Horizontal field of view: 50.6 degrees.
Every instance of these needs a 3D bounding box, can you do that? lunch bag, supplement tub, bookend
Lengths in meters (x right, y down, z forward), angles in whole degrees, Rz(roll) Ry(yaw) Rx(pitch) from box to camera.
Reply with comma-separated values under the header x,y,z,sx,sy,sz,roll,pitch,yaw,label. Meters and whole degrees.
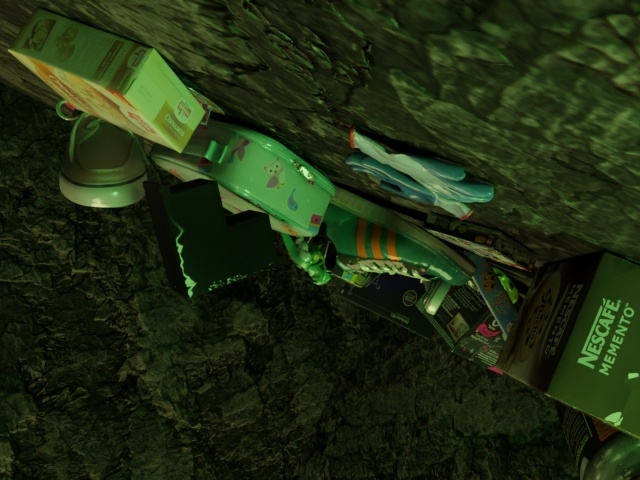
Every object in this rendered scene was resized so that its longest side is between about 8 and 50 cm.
x,y,z,sx,sy,sz,roll,pitch,yaw,label
-0.123,-0.108,1.047,0.279,0.108,0.224,19,168,44,lunch bag
0.461,0.278,0.971,0.207,0.207,0.338,25,-153,-8,supplement tub
-0.143,-0.023,0.933,0.156,0.157,0.072,-21,-161,-29,bookend

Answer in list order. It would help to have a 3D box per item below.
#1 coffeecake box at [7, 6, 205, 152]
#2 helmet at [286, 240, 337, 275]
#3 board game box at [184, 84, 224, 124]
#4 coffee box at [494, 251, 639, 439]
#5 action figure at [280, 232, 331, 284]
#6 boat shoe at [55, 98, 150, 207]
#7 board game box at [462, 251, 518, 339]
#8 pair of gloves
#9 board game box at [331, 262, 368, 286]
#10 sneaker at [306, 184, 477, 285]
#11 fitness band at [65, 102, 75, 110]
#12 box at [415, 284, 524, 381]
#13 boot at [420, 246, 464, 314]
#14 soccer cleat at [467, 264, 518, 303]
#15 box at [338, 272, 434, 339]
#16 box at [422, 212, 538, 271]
x,y,z,sx,sy,sz,roll,pitch,yaw,label
-0.256,-0.194,0.828,0.185,0.068,0.142,24,168,22,coffeecake box
0.000,0.000,1.527,0.162,0.169,0.169,6,-171,-33,helmet
-0.218,-0.199,0.941,0.169,0.033,0.133,22,176,46,board game box
0.325,0.120,0.836,0.119,0.168,0.297,24,177,6,coffee box
-0.034,-0.019,1.243,0.137,0.063,0.232,24,-142,-57,action figure
-0.346,-0.182,1.085,0.136,0.156,0.367,-2,-153,-14,boat shoe
0.308,0.119,1.132,0.211,0.039,0.160,64,-169,18,board game box
0.100,-0.069,0.726,0.159,0.023,0.198,26,177,5,pair of gloves
0.078,0.013,1.270,0.048,0.141,0.170,24,177,11,board game box
0.104,0.016,1.085,0.302,0.121,0.108,29,-175,35,sneaker
-0.413,-0.253,1.467,0.209,0.054,0.291,23,178,34,fitness band
0.351,0.164,1.417,0.247,0.142,0.163,28,-163,-37,box
0.178,0.050,1.126,0.086,0.069,0.190,27,-149,8,boot
0.293,0.062,1.280,0.179,0.060,0.072,30,-171,10,soccer cleat
0.193,0.109,1.685,0.103,0.184,0.261,26,177,-41,box
0.221,0.001,0.947,0.094,0.027,0.137,25,178,-35,box
